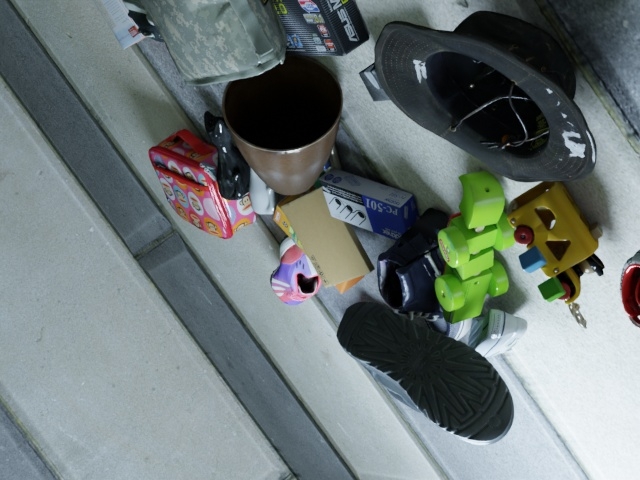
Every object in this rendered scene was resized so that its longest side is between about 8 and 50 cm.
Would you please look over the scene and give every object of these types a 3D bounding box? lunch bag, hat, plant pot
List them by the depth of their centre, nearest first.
[{"bbox_3d":[0.241,-0.219,1.394,0.331,0.134,0.331,31,165,10],"label":"hat"},{"bbox_3d":[-0.174,-0.392,1.743,0.287,0.169,0.235,19,141,62],"label":"lunch bag"},{"bbox_3d":[-0.062,-0.190,1.947,0.215,0.215,0.230,43,161,22],"label":"plant pot"},{"bbox_3d":[-0.297,-0.154,2.591,0.293,0.120,0.258,24,141,48],"label":"lunch bag"}]

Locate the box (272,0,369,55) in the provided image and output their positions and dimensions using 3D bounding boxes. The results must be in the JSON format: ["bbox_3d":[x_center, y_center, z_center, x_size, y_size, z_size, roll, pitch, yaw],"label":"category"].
[{"bbox_3d":[-0.053,-0.419,1.765,0.270,0.060,0.216,17,140,56],"label":"box"}]

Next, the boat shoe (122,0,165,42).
[{"bbox_3d":[-0.313,-0.457,2.170,0.302,0.114,0.091,42,158,55],"label":"boat shoe"}]

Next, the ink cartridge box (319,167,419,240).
[{"bbox_3d":[0.095,-0.066,1.995,0.207,0.046,0.097,21,144,40],"label":"ink cartridge box"}]

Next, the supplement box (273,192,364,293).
[{"bbox_3d":[0.000,0.000,2.276,0.233,0.080,0.078,48,156,15],"label":"supplement box"}]

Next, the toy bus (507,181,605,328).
[{"bbox_3d":[0.360,0.004,1.536,0.202,0.104,0.191,31,-147,-48],"label":"toy bus"}]

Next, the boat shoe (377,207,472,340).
[{"bbox_3d":[0.185,0.101,1.954,0.127,0.158,0.340,34,152,38],"label":"boat shoe"}]

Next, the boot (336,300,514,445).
[{"bbox_3d":[0.239,0.298,2.012,0.367,0.146,0.445,37,171,28],"label":"boot"}]

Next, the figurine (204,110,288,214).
[{"bbox_3d":[-0.173,-0.179,2.342,0.215,0.092,0.209,24,141,48],"label":"figurine"}]

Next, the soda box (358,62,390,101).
[{"bbox_3d":[0.133,-0.258,1.651,0.169,0.053,0.060,7,131,60],"label":"soda box"}]

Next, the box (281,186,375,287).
[{"bbox_3d":[0.014,-0.007,2.164,0.164,0.021,0.201,-22,98,53],"label":"box"}]

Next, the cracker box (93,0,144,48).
[{"bbox_3d":[-0.459,-0.554,2.353,0.232,0.067,0.156,59,158,-14],"label":"cracker box"}]

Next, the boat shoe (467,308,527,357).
[{"bbox_3d":[0.320,0.180,1.913,0.076,0.083,0.226,11,168,0],"label":"boat shoe"}]

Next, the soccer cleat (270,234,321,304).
[{"bbox_3d":[-0.049,0.095,2.442,0.318,0.109,0.116,104,151,-61],"label":"soccer cleat"}]

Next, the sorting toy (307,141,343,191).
[{"bbox_3d":[-0.023,-0.159,2.131,0.208,0.038,0.193,31,150,43],"label":"sorting toy"}]

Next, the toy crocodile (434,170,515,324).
[{"bbox_3d":[0.251,0.025,1.774,0.340,0.115,0.105,87,159,-52],"label":"toy crocodile"}]

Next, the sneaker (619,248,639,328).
[{"bbox_3d":[0.466,0.088,1.397,0.090,0.145,0.270,32,150,41],"label":"sneaker"}]
